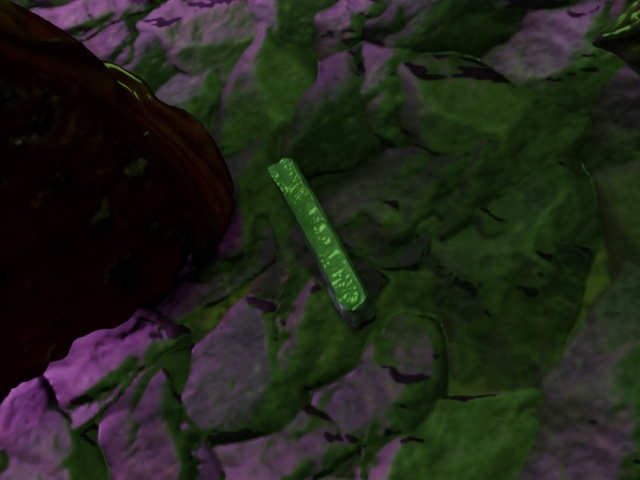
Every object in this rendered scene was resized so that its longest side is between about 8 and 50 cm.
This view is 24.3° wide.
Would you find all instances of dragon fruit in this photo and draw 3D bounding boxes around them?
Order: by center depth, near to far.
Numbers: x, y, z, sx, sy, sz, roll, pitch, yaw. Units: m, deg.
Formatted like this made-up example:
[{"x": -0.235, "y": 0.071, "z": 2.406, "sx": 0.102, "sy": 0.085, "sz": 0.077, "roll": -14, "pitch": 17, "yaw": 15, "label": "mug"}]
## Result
[{"x": -0.243, "y": -0.105, "z": 0.881, "sx": 0.228, "sy": 0.286, "sz": 0.329, "roll": -37, "pitch": 36, "yaw": -9, "label": "dragon fruit"}]

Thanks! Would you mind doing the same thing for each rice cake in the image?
[{"x": 0.000, "y": 0.000, "z": 0.855, "sx": 0.021, "sy": 0.022, "sz": 0.121, "roll": -30, "pitch": 53, "yaw": 2, "label": "rice cake"}]

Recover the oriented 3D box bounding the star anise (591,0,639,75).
[{"x": 0.250, "y": -0.154, "z": 0.811, "sx": 0.230, "sy": 0.081, "sz": 0.262, "roll": -30, "pitch": 24, "yaw": 1, "label": "star anise"}]
